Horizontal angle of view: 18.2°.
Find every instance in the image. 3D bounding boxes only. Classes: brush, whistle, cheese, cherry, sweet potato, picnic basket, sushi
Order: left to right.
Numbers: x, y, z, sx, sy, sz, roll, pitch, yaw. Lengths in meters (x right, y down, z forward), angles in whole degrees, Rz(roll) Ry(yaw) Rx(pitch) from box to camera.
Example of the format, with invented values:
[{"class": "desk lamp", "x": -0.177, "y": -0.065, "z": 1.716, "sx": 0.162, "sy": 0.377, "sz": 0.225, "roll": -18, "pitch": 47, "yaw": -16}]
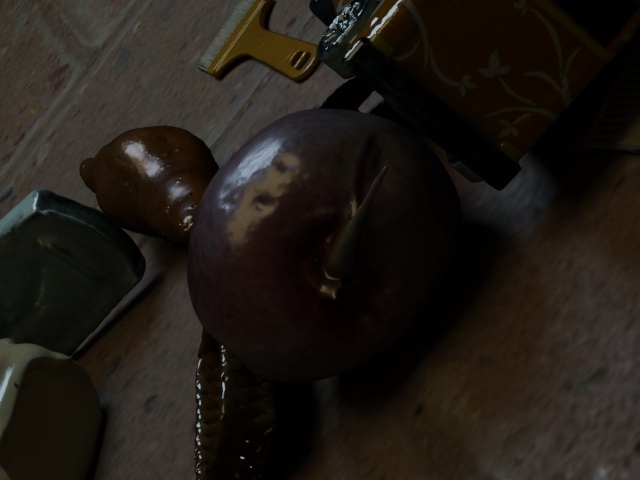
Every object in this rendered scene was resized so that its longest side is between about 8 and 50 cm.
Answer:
[{"class": "whistle", "x": -0.347, "y": 0.087, "z": 1.990, "sx": 0.405, "sy": 0.168, "sz": 0.188, "roll": -20, "pitch": 41, "yaw": 51}, {"class": "cheese", "x": -0.311, "y": 0.216, "z": 1.817, "sx": 0.233, "sy": 0.127, "sz": 0.266, "roll": -34, "pitch": 30, "yaw": 37}, {"class": "sweet potato", "x": -0.156, "y": -0.058, "z": 1.912, "sx": 0.112, "sy": 0.112, "sz": 0.359, "roll": -58, "pitch": 27, "yaw": -9}, {"class": "picnic basket", "x": -0.065, "y": 0.117, "z": 1.565, "sx": 0.193, "sy": 0.055, "sz": 0.110, "roll": -97, "pitch": 18, "yaw": -54}, {"class": "brush", "x": -0.057, "y": -0.197, "z": 2.026, "sx": 0.103, "sy": 0.013, "sz": 0.272, "roll": -55, "pitch": 26, "yaw": -1}, {"class": "cherry", "x": 0.000, "y": 0.000, "z": 1.483, "sx": 0.213, "sy": 0.183, "sz": 0.266, "roll": -39, "pitch": 6, "yaw": 5}, {"class": "sushi", "x": 0.002, "y": -0.068, "z": 1.674, "sx": 0.193, "sy": 0.040, "sz": 0.210, "roll": -47, "pitch": -5, "yaw": 24}, {"class": "brush", "x": 0.169, "y": -0.107, "z": 1.516, "sx": 0.090, "sy": 0.017, "sz": 0.314, "roll": -60, "pitch": 25, "yaw": -11}]

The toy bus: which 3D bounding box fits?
[{"class": "toy bus", "x": 0.109, "y": -0.186, "z": 1.490, "sx": 0.194, "sy": 0.162, "sz": 0.323, "roll": -49, "pitch": 16, "yaw": 13}]
